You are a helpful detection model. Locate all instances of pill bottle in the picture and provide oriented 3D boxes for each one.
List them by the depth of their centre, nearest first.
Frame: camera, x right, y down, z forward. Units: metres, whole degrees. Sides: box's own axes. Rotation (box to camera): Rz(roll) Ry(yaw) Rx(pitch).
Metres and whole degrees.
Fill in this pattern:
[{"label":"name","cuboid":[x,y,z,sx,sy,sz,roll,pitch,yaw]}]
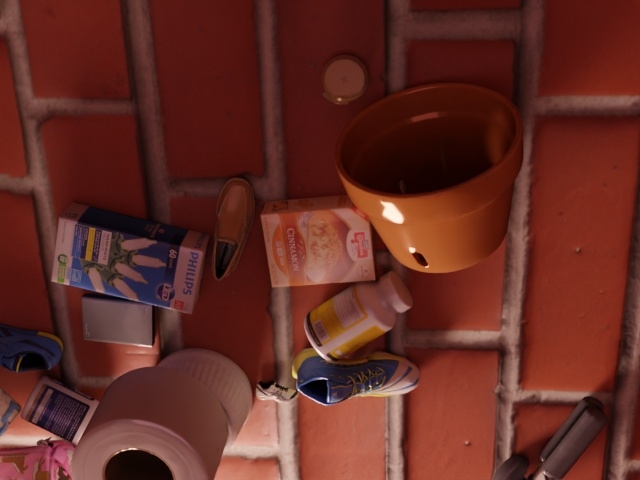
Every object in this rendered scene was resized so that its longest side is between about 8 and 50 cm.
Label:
[{"label":"pill bottle","cuboid":[0.069,0.132,1.758,0.184,0.103,0.103,-33,107,19]},{"label":"pill bottle","cuboid":[-0.487,0.340,1.920,0.169,0.094,0.094,28,115,-6]}]

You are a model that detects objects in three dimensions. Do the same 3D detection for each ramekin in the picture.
[{"label":"ramekin","cuboid":[-0.238,0.319,1.876,0.207,0.109,0.207,2,115,5]}]

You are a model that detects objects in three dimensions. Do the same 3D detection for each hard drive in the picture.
[{"label":"hard drive","cuboid":[-0.381,0.150,1.860,0.135,0.022,0.094,6,115,4]}]

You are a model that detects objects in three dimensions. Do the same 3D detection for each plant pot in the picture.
[{"label":"plant pot","cuboid":[0.186,-0.086,1.564,0.291,0.291,0.203,-10,129,11]}]

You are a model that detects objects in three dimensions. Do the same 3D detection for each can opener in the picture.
[{"label":"can opener","cuboid":[0.424,0.405,1.862,0.095,0.076,0.283,27,114,-7]}]

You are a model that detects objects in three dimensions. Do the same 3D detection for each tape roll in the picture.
[{"label":"tape roll","cuboid":[-0.301,0.371,1.753,0.246,0.169,0.246,3,115,6]}]

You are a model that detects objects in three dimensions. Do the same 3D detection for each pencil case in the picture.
[{"label":"pencil case","cuboid":[-0.648,0.485,1.949,0.386,0.167,0.160,-9,151,18]}]

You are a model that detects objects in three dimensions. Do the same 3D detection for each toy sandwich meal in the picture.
[{"label":"toy sandwich meal","cuboid":[0.040,-0.265,1.619,0.086,0.029,0.085,2,110,5]}]

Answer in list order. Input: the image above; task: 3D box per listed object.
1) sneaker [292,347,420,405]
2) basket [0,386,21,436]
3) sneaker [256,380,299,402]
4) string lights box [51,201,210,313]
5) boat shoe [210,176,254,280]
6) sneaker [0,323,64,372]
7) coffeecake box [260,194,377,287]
[{"label":"sneaker","cuboid":[0.063,0.266,1.808,0.240,0.126,0.091,4,115,5]},{"label":"basket","cuboid":[-0.732,0.305,1.822,0.201,0.255,0.289,6,143,47]},{"label":"sneaker","cuboid":[-0.083,0.287,1.886,0.083,0.032,0.037,1,115,5]},{"label":"string lights box","cuboid":[-0.339,0.031,1.770,0.260,0.077,0.133,13,114,0]},{"label":"boat shoe","cuboid":[-0.157,-0.016,1.731,0.068,0.072,0.190,10,115,2]},{"label":"sneaker","cuboid":[-0.600,0.210,1.881,0.209,0.082,0.069,6,117,5]},{"label":"coffeecake box","cuboid":[0.000,0.000,1.724,0.185,0.068,0.142,-5,113,8]}]
